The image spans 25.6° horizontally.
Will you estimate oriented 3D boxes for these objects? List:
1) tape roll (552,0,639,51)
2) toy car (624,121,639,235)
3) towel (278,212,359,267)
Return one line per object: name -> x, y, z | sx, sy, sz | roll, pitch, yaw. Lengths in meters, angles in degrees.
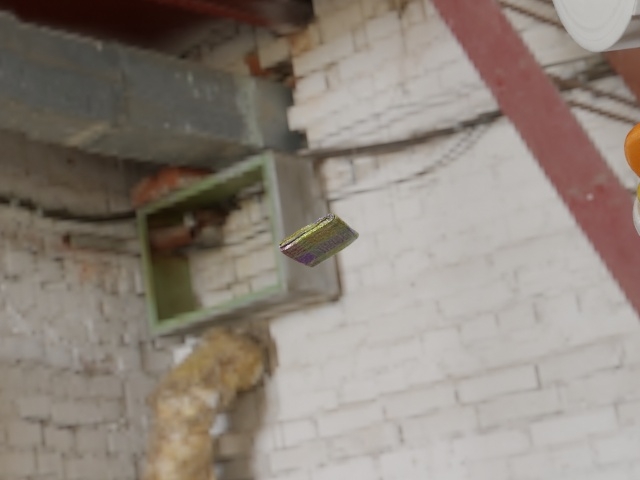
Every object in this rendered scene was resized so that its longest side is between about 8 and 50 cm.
tape roll -> 0.335, -0.314, 1.375 | 0.169, 0.246, 0.246 | -7, -13, -12
toy car -> 0.358, -0.078, 1.260 | 0.182, 0.136, 0.159 | -4, -36, -14
towel -> 0.000, 0.000, 1.270 | 0.060, 0.009, 0.083 | -32, -21, 10
